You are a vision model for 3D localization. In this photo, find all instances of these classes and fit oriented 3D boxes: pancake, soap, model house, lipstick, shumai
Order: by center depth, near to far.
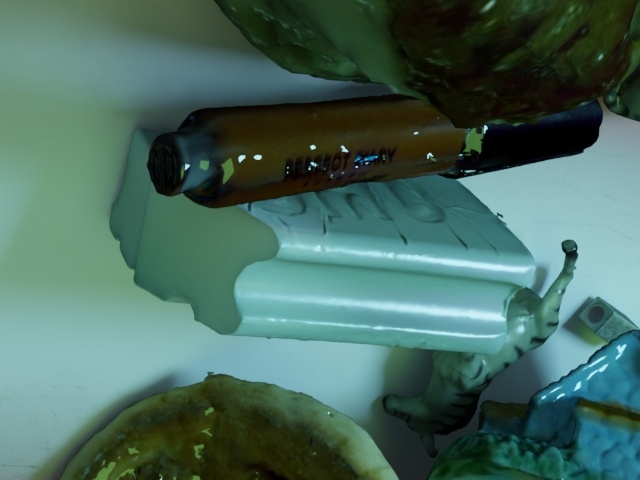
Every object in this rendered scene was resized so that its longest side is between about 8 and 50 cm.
[{"bbox_3d":[0.069,-0.233,0.736,0.324,0.323,0.397,-28,128,-4],"label":"shumai"},{"bbox_3d":[0.058,-0.078,0.917,0.418,0.077,0.077,-11,125,-38],"label":"lipstick"},{"bbox_3d":[0.000,0.000,0.942,0.290,0.173,0.095,7,115,-26],"label":"soap"},{"bbox_3d":[-0.080,0.281,1.023,0.356,0.356,0.065,-41,166,4],"label":"pancake"},{"bbox_3d":[0.228,0.201,1.144,0.226,0.241,0.261,17,141,11],"label":"model house"},{"bbox_3d":[0.312,0.097,1.232,0.129,0.030,0.030,31,104,-41],"label":"lipstick"}]

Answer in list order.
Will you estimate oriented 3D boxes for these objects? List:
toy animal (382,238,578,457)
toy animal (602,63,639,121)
[{"bbox_3d":[0.155,0.097,1.139,0.217,0.073,0.176,-31,133,-9],"label":"toy animal"},{"bbox_3d":[0.362,-0.156,1.063,0.255,0.090,0.170,19,114,-29],"label":"toy animal"}]
